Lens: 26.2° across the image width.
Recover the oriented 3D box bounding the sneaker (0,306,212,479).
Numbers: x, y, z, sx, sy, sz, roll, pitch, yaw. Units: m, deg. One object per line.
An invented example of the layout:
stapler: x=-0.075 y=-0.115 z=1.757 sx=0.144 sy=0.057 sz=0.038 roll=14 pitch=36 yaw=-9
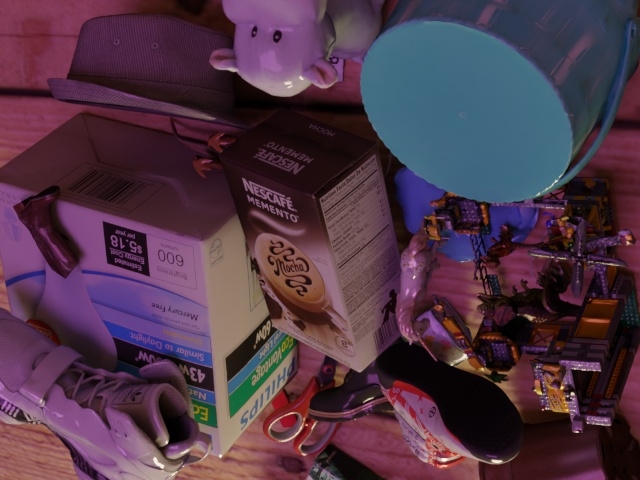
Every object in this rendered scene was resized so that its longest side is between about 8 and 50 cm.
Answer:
sneaker: x=-0.305 y=0.194 z=1.809 sx=0.366 sy=0.137 sz=0.210 roll=45 pitch=134 yaw=-9

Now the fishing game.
fishing game: x=0.179 y=-0.056 z=1.685 sx=0.264 sy=0.041 sz=0.189 roll=21 pitch=131 yaw=11

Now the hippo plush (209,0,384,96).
hippo plush: x=-0.046 y=-0.265 z=1.553 sx=0.234 sy=0.236 sz=0.294 roll=14 pitch=127 yaw=26

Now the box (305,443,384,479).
box: x=0.101 y=0.478 z=2.093 sx=0.322 sy=0.058 sz=0.232 roll=31 pitch=133 yaw=11

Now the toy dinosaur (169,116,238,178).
toy dinosaur: x=-0.133 y=-0.117 z=1.809 sx=0.211 sy=0.112 sz=0.064 roll=11 pitch=99 yaw=19

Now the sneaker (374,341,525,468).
sneaker: x=0.178 y=0.239 z=1.736 sx=0.270 sy=0.090 sz=0.145 roll=32 pitch=151 yaw=51

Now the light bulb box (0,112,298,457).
light bulb box: x=-0.237 y=0.056 z=1.913 sx=0.358 sy=0.225 sz=0.361 roll=15 pitch=126 yaw=25

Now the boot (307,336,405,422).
boot: x=0.053 y=0.171 z=1.912 sx=0.198 sy=0.077 sz=0.137 roll=-17 pitch=105 yaw=26

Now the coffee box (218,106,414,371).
coffee box: x=0.000 y=0.000 z=1.731 sx=0.168 sy=0.119 sz=0.297 roll=24 pitch=143 yaw=39

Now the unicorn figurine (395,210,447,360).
unicorn figurine: x=0.121 y=0.050 z=1.698 sx=0.060 sy=0.111 sz=0.162 roll=4 pitch=129 yaw=25

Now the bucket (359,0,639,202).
bucket: x=0.187 y=-0.185 z=1.454 sx=0.281 sy=0.183 sz=0.281 roll=22 pitch=143 yaw=18

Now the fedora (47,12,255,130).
fedora: x=-0.203 y=-0.219 z=1.741 sx=0.275 sy=0.243 sz=0.124 roll=9 pitch=93 yaw=13

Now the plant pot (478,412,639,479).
plant pot: x=0.316 y=0.299 z=1.761 sx=0.165 sy=0.167 sz=0.167 roll=-21 pitch=107 yaw=34

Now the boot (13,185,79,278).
boot: x=-0.336 y=-0.009 z=1.755 sx=0.106 sy=0.037 sz=0.114 roll=-16 pitch=106 yaw=53

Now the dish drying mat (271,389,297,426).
dish drying mat: x=-0.059 y=0.246 z=2.074 sx=0.032 sy=0.008 sz=0.083 roll=-8 pitch=114 yaw=36

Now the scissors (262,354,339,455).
scissors: x=0.015 y=0.197 z=1.978 sx=0.109 sy=0.021 sz=0.297 roll=20 pitch=119 yaw=-20

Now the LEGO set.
LEGO set: x=0.242 y=0.076 z=1.597 sx=0.255 sy=0.192 sz=0.331 roll=9 pitch=130 yaw=22

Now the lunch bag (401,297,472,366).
lunch bag: x=0.158 y=0.130 z=1.818 sx=0.083 sy=0.053 sz=0.071 roll=53 pitch=132 yaw=5
